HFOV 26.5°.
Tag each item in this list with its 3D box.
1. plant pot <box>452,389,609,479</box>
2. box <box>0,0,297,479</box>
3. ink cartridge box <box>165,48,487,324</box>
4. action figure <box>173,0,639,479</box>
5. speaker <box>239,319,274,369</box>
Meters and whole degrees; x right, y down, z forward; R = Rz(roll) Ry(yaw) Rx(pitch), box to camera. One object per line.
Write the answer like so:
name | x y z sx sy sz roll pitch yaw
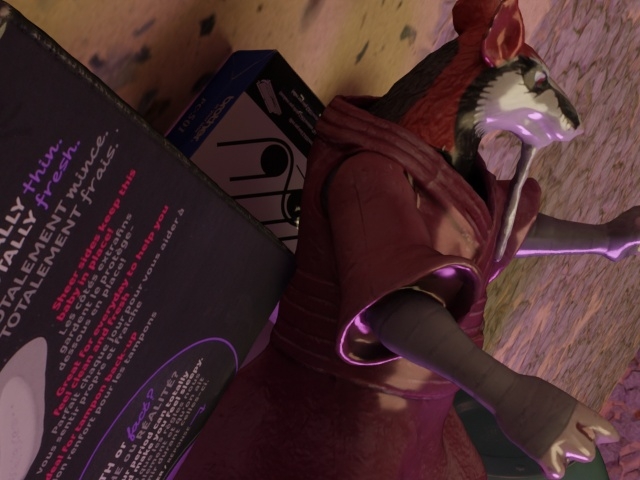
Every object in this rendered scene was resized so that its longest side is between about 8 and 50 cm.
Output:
plant pot | 0.172 0.289 1.405 0.293 0.293 0.235 -32 133 -52
box | -0.138 0.012 0.473 0.165 0.143 0.270 -60 160 -6
ink cartridge box | 0.000 0.000 0.759 0.207 0.046 0.097 46 71 -30
action figure | 0.023 0.045 0.676 0.248 0.276 0.370 -14 117 -70
speaker | -0.075 0.156 0.848 0.296 0.131 0.131 -58 160 -7
